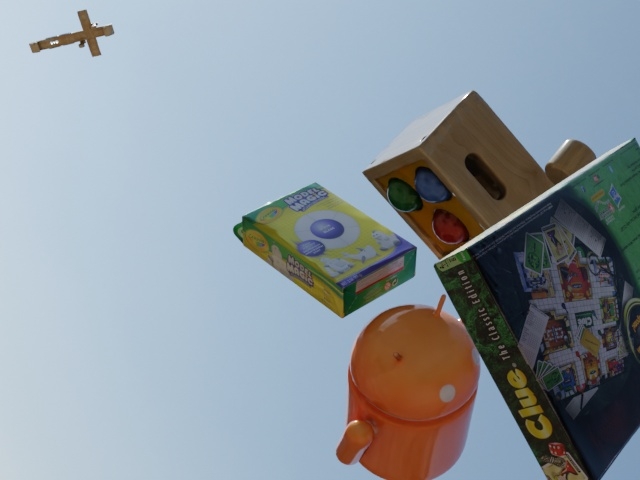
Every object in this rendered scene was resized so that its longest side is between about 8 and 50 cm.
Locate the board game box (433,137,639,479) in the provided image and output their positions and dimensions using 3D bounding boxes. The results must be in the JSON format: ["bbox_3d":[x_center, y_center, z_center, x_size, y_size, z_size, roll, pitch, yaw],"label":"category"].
[{"bbox_3d":[0.167,0.030,0.615,0.030,0.259,0.136,-32,-93,39],"label":"board game box"}]

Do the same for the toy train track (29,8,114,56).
[{"bbox_3d":[-0.242,-0.195,1.011,0.014,0.083,0.048,-98,175,-59],"label":"toy train track"}]

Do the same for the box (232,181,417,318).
[{"bbox_3d":[0.000,0.000,1.057,0.179,0.105,0.043,32,-43,38],"label":"box"}]

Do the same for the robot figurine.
[{"bbox_3d":[0.086,0.151,1.007,0.219,0.158,0.128,92,-12,-46],"label":"robot figurine"}]

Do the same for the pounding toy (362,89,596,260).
[{"bbox_3d":[0.159,-0.037,0.949,0.181,0.094,0.206,48,-21,-9],"label":"pounding toy"}]
